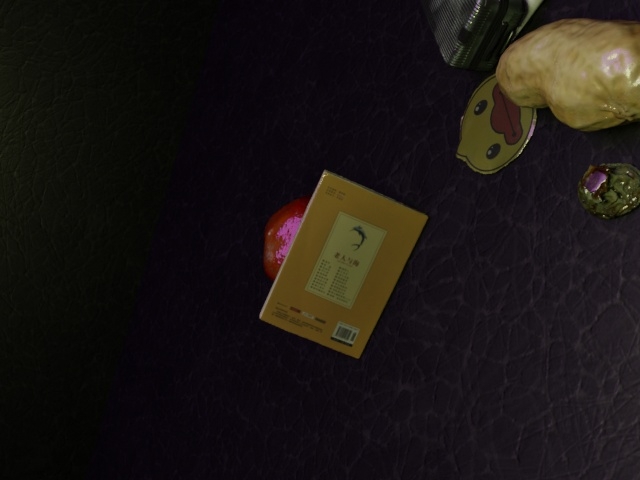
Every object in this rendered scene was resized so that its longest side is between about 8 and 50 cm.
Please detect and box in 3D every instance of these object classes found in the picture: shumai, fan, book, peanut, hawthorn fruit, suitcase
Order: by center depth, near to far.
[{"bbox_3d":[0.484,-0.093,1.243,0.123,0.087,0.099,-10,69,55],"label":"shumai"},{"bbox_3d":[0.467,-0.295,1.284,0.387,0.169,0.192,31,108,58],"label":"peanut"},{"bbox_3d":[0.399,-0.274,1.515,0.335,0.011,0.230,-40,47,41],"label":"fan"},{"bbox_3d":[0.324,-0.535,1.597,0.202,0.128,0.312,113,151,-50],"label":"suitcase"},{"bbox_3d":[0.051,0.062,1.674,0.032,0.268,0.389,-94,29,-76],"label":"book"},{"bbox_3d":[0.000,0.000,1.776,0.300,0.254,0.254,-37,47,38],"label":"hawthorn fruit"}]

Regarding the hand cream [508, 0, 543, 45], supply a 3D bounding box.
[{"bbox_3d":[0.447,-0.549,1.518,0.248,0.083,0.133,-55,35,43],"label":"hand cream"}]
